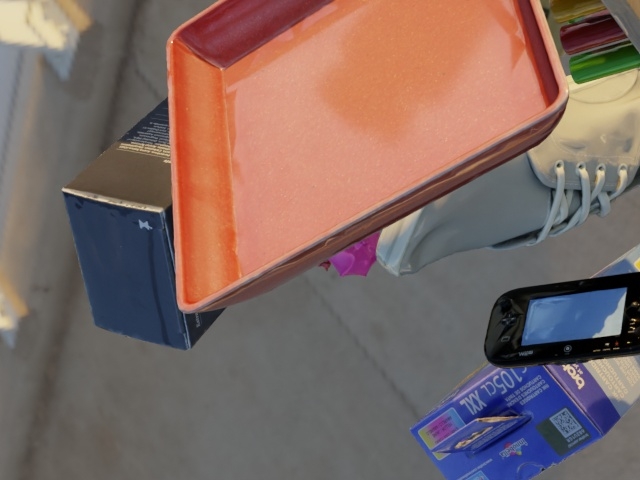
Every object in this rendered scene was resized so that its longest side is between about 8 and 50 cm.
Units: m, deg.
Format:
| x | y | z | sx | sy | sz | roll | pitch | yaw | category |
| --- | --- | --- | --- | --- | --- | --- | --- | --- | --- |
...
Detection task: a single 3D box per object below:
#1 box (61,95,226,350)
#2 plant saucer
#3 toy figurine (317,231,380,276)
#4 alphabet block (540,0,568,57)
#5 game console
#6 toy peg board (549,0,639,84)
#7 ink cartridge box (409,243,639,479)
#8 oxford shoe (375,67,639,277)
| x | y | z | sx | sy | sz | roll | pitch | yaw | category |
| --- | --- | --- | --- | --- | --- | --- | --- | --- | --- |
| -0.121 | -0.027 | 1.261 | 0.108 | 0.207 | 0.153 | 12 | 127 | 26 | box |
| 0.022 | -0.096 | 0.851 | 0.259 | 0.047 | 0.258 | -30 | 44 | 22 | plant saucer |
| 0.000 | 0.000 | 1.632 | 0.159 | 0.130 | 0.173 | 22 | 164 | 25 | toy figurine |
| 0.219 | -0.355 | 1.754 | 0.197 | 0.193 | 0.192 | 100 | 163 | -56 | alphabet block |
| 0.330 | 0.082 | 1.403 | 0.361 | 0.213 | 0.044 | -10 | 125 | 31 | game console |
| 0.188 | -0.196 | 0.956 | 0.079 | 0.160 | 0.161 | -14 | 55 | 32 | toy peg board |
| 0.301 | 0.190 | 1.825 | 0.151 | 0.395 | 0.270 | 51 | 135 | 4 | ink cartridge box |
| 0.235 | -0.069 | 1.422 | 0.130 | 0.449 | 0.169 | 44 | 138 | 23 | oxford shoe |
